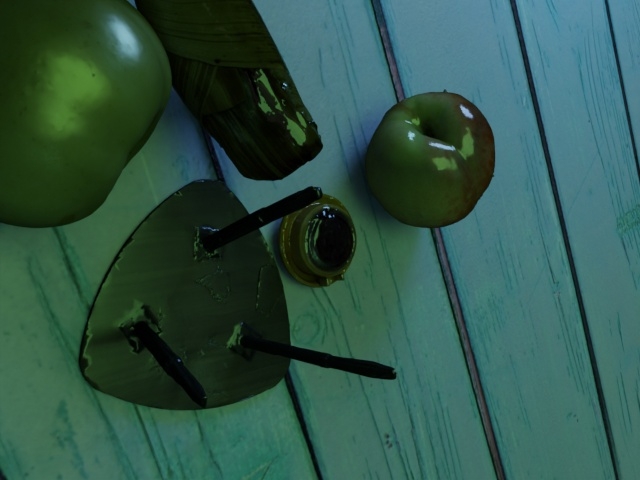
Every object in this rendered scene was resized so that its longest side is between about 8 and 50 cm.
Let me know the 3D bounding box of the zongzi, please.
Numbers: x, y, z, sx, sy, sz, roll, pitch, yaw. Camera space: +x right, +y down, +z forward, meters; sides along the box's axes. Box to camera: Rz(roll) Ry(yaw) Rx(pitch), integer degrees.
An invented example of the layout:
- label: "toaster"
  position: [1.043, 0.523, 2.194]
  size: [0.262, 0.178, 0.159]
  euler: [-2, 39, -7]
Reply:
- label: "zongzi"
  position: [-0.108, -0.203, 0.717]
  size: [0.134, 0.288, 0.286]
  euler: [-33, 91, 0]

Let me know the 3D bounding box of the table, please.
- label: "table"
  position: [-0.087, 0.068, 0.787]
  size: [0.317, 0.249, 0.318]
  euler: [1, 88, -39]

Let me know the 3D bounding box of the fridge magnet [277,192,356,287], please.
- label: "fridge magnet"
  position: [0.000, 0.000, 0.979]
  size: [0.143, 0.063, 0.143]
  euler: [-2, 93, -37]

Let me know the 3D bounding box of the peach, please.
- label: "peach"
  position: [0.175, -0.119, 1.060]
  size: [0.232, 0.232, 0.233]
  euler: [1, 88, -39]

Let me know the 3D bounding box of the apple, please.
- label: "apple"
  position: [-0.277, -0.146, 0.639]
  size: [0.262, 0.262, 0.263]
  euler: [1, 88, -39]
